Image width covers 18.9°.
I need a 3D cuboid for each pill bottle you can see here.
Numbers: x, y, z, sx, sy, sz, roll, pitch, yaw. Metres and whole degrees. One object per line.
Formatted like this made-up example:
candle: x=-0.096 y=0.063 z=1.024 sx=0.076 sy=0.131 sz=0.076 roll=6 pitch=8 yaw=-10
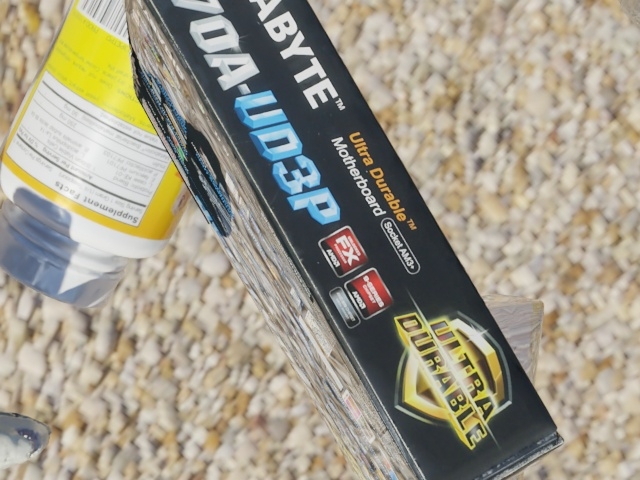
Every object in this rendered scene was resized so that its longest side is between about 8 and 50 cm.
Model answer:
pill bottle: x=-0.119 y=-0.071 z=1.151 sx=0.117 sy=0.117 sz=0.215 roll=27 pitch=103 yaw=-5

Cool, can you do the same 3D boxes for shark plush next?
shark plush: x=-0.237 y=0.113 z=1.081 sx=0.161 sy=0.067 sz=0.073 roll=-2 pitch=113 yaw=19

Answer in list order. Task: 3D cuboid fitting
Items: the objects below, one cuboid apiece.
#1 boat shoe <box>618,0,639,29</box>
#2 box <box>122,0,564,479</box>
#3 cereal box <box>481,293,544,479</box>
boat shoe: x=0.216 y=-0.047 z=0.627 sx=0.130 sy=0.132 sz=0.355 roll=-40 pitch=100 yaw=-3
box: x=0.000 y=0.000 z=0.708 sx=0.051 sy=0.175 sz=0.220 roll=-29 pitch=81 yaw=-9
cereal box: x=0.102 y=0.126 z=1.334 sx=0.047 sy=0.240 sz=0.173 roll=8 pitch=93 yaw=18
